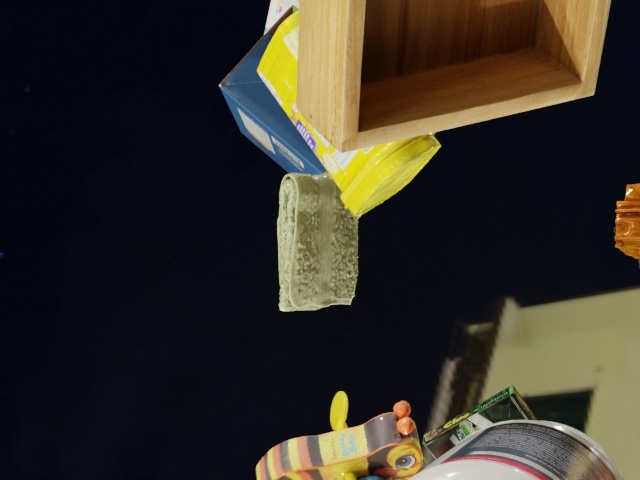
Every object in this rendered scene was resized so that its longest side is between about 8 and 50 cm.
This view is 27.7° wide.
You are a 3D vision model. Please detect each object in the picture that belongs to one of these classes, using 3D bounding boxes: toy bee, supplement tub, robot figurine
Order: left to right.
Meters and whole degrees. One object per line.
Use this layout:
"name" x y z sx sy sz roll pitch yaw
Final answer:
"toy bee" 0.063 0.266 1.677 0.298 0.195 0.162 -20 -42 -22
"supplement tub" 0.163 0.259 1.107 0.272 0.191 0.191 -7 -95 -68
"robot figurine" 0.425 -0.003 1.353 0.291 0.211 0.085 10 -98 -57

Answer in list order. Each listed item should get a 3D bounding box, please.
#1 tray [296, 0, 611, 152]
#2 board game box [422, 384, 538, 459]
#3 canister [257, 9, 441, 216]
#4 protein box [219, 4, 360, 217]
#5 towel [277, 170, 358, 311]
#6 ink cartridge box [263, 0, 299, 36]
"tray" 0.093 -0.264 0.771 0.203 0.076 0.411 -15 -51 -24
"board game box" 0.257 0.316 1.652 0.259 0.136 0.030 54 -167 -15
"canister" 0.022 -0.122 1.188 0.073 0.126 0.170 -32 -98 -24
"protein box" 0.003 -0.148 1.602 0.200 0.201 0.136 41 -95 10
"towel" 0.000 0.000 1.366 0.110 0.027 0.148 -8 -78 -44
"ink cartridge box" -0.007 -0.263 1.784 0.134 0.231 0.078 39 -132 23
